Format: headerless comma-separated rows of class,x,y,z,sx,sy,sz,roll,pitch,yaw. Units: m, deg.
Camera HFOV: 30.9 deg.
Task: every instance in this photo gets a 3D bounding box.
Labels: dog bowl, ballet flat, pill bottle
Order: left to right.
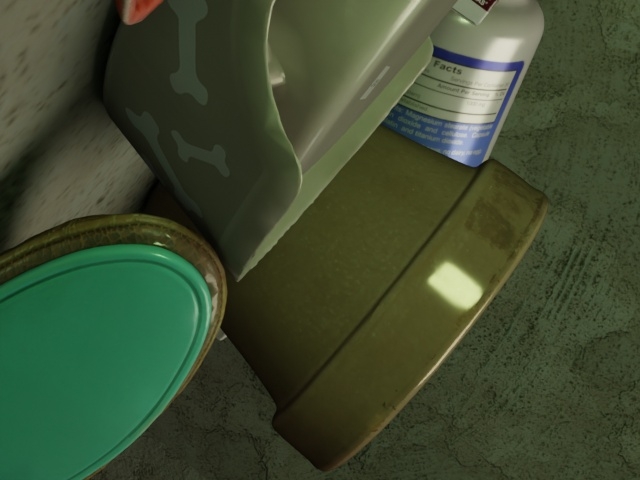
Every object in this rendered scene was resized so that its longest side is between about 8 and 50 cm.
ballet flat,-0.171,0.094,0.575,0.342,0.116,0.124,-50,-160,19
dog bowl,0.034,-0.145,0.537,0.349,0.102,0.349,-50,179,-1
pill bottle,0.095,-0.151,0.973,0.152,0.152,0.272,-49,162,-58

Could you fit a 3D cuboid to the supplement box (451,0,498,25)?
supplement box,0.139,-0.265,0.723,0.239,0.073,0.130,-50,-160,23

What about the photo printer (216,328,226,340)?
photo printer,-0.025,-0.059,1.243,0.307,0.107,0.256,-52,178,41

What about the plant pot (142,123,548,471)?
plant pot,0.000,0.000,0.858,0.263,0.229,0.263,-50,180,0

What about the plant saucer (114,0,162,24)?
plant saucer,0.034,-0.195,0.237,0.258,0.047,0.259,-50,180,-20
